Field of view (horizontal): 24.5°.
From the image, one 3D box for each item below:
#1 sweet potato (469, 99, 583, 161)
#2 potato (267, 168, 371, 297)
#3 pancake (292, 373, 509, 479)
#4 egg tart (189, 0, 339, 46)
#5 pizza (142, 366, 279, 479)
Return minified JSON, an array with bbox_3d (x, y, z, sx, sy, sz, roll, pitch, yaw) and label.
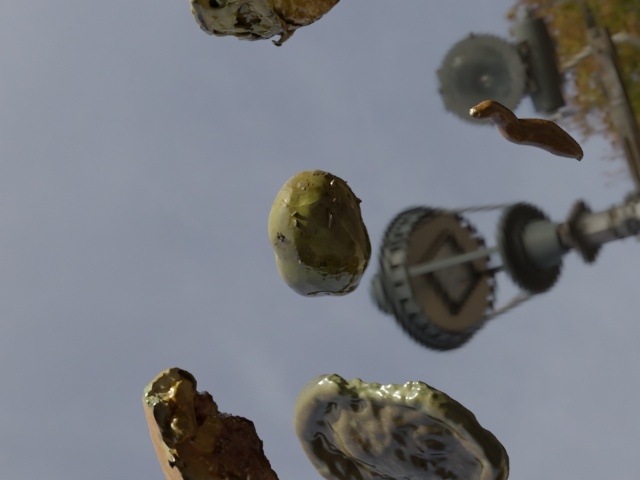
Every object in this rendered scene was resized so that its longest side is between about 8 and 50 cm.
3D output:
[{"bbox_3d":[0.236,-0.127,1.698,0.179,0.044,0.044,20,-115,-31],"label":"sweet potato"},{"bbox_3d":[0.000,0.000,1.351,0.070,0.091,0.138,-105,0,-57],"label":"potato"},{"bbox_3d":[0.080,0.216,1.527,0.236,0.222,0.042,16,-132,11],"label":"pancake"},{"bbox_3d":[-0.015,-0.154,0.775,0.130,0.052,0.130,-37,-34,-31],"label":"egg tart"},{"bbox_3d":[-0.058,0.224,1.171,0.081,0.229,0.289,-26,-47,-13],"label":"pizza"}]
